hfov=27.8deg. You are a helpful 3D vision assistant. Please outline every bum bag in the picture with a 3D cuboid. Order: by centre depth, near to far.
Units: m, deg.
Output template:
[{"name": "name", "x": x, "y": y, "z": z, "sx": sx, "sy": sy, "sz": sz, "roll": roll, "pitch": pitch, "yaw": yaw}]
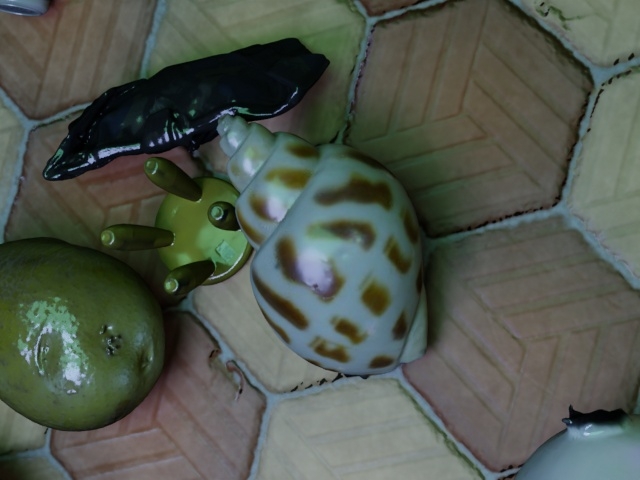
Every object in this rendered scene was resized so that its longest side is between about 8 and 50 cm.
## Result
[{"name": "bum bag", "x": -0.133, "y": -0.130, "z": 1.274, "sx": 0.310, "sy": 0.137, "sz": 0.074, "roll": -15, "pitch": 122, "yaw": 15}]

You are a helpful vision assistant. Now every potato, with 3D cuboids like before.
[{"name": "potato", "x": -0.274, "y": 0.086, "z": 1.283, "sx": 0.251, "sy": 0.159, "sz": 0.174, "roll": 17, "pitch": 68, "yaw": 27}]

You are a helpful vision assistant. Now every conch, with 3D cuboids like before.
[{"name": "conch", "x": 0.000, "y": 0.000, "z": 1.201, "sx": 0.183, "sy": 0.149, "sz": 0.275, "roll": -36, "pitch": 77, "yaw": 12}]

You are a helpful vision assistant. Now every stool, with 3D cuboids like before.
[{"name": "stool", "x": -0.133, "y": -0.011, "z": 1.264, "sx": 0.135, "sy": 0.110, "sz": 0.134, "roll": -12, "pitch": 82, "yaw": 17}]

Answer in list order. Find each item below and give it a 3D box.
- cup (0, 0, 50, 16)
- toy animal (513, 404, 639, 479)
[{"name": "cup", "x": -0.329, "y": -0.292, "z": 1.366, "sx": 0.102, "sy": 0.074, "sz": 0.099, "roll": 8, "pitch": 89, "yaw": 18}, {"name": "toy animal", "x": 0.293, "y": 0.278, "z": 1.053, "sx": 0.310, "sy": 0.251, "sz": 0.250, "roll": 31, "pitch": 96, "yaw": 10}]
